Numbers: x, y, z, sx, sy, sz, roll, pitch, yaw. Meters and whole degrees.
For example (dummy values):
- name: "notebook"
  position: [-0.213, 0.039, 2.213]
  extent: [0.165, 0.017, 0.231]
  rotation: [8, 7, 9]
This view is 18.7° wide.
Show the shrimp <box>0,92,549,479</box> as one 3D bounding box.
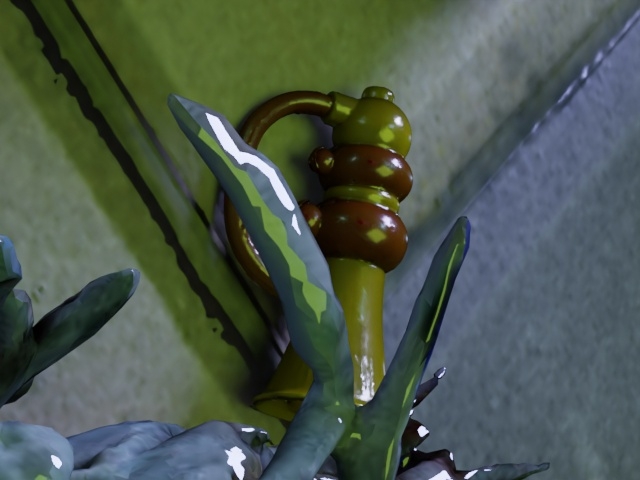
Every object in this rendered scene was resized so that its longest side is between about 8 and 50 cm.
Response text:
- name: "shrimp"
  position: [-0.097, 0.102, 0.360]
  extent: [0.410, 0.221, 0.166]
  rotation: [-34, 152, -30]

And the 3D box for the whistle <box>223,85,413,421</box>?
- name: "whistle"
  position: [-0.001, 0.003, 0.606]
  extent: [0.046, 0.057, 0.109]
  rotation: [86, 8, -76]
